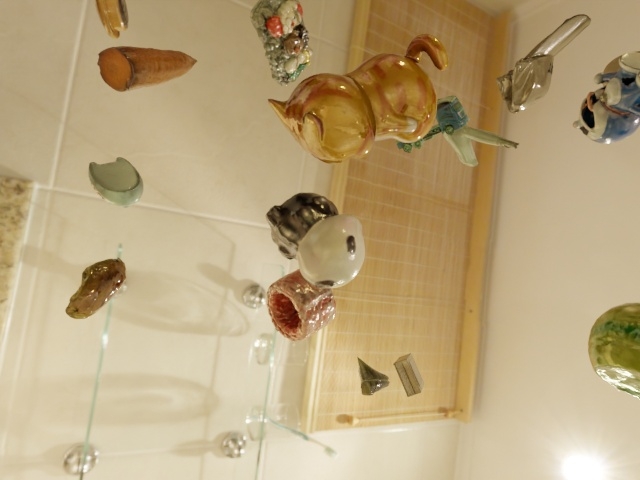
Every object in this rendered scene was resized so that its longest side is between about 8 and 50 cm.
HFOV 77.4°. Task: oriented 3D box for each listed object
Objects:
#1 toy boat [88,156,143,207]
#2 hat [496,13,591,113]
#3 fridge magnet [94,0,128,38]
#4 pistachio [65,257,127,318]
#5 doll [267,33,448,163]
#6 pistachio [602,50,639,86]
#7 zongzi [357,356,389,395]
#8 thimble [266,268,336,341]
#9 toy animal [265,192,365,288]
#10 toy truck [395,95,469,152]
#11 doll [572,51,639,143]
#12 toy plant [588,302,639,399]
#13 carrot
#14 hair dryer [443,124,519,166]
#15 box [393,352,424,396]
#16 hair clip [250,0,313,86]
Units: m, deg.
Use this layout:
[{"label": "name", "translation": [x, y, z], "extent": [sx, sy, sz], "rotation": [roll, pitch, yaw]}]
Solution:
[{"label": "toy boat", "translation": [-0.607, -0.169, 1.194], "extent": [0.208, 0.134, 0.078], "rotation": [44, -44, 29]}, {"label": "hat", "translation": [0.409, -0.315, 0.722], "extent": [0.175, 0.085, 0.147], "rotation": [-39, -179, 22]}, {"label": "fridge magnet", "translation": [-0.498, -0.557, 0.949], "extent": [0.143, 0.063, 0.142], "rotation": [173, -90, -77]}, {"label": "pistachio", "translation": [-0.480, 0.096, 0.873], "extent": [0.049, 0.089, 0.172], "rotation": [-9, -146, 23]}, {"label": "doll", "translation": [0.071, -0.219, 0.672], "extent": [0.167, 0.270, 0.162], "rotation": [29, -35, 53]}, {"label": "pistachio", "translation": [0.969, -0.501, 1.206], "extent": [0.226, 0.136, 0.135], "rotation": [38, -65, 62]}, {"label": "zongzi", "translation": [0.154, 0.388, 1.180], "extent": [0.052, 0.104, 0.113], "rotation": [-22, -102, 41]}, {"label": "thimble", "translation": [-0.067, 0.219, 1.391], "extent": [0.239, 0.162, 0.238], "rotation": [24, -56, 41]}, {"label": "toy animal", "translation": [0.006, 0.002, 1.070], "extent": [0.267, 0.213, 0.212], "rotation": [43, -56, 25]}, {"label": "toy truck", "translation": [0.253, -0.274, 0.946], "extent": [0.175, 0.067, 0.081], "rotation": [-15, -69, 44]}, {"label": "doll", "translation": [0.810, -0.373, 1.088], "extent": [0.256, 0.161, 0.215], "rotation": [65, 16, -62]}, {"label": "toy plant", "translation": [0.516, 0.069, 0.557], "extent": [0.315, 0.224, 0.184], "rotation": [-59, -166, -13]}, {"label": "carrot", "translation": [-0.298, -0.324, 0.734], "extent": [0.072, 0.072, 0.205], "rotation": [-56, 175, 38]}, {"label": "hair dryer", "translation": [0.481, -0.282, 1.182], "extent": [0.075, 0.206, 0.237], "rotation": [-51, -142, -7]}, {"label": "box", "translation": [0.206, 0.310, 0.920], "extent": [0.035, 0.079, 0.083], "rotation": [-25, -104, 16]}, {"label": "hair clip", "translation": [-0.075, -0.482, 0.986], "extent": [0.138, 0.091, 0.321], "rotation": [-48, 171, -1]}]
